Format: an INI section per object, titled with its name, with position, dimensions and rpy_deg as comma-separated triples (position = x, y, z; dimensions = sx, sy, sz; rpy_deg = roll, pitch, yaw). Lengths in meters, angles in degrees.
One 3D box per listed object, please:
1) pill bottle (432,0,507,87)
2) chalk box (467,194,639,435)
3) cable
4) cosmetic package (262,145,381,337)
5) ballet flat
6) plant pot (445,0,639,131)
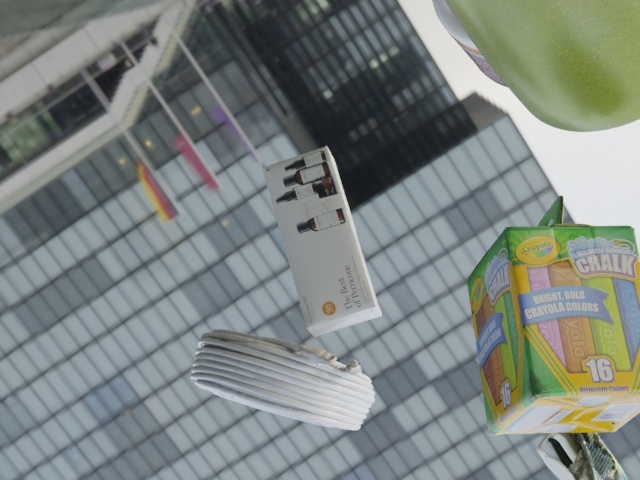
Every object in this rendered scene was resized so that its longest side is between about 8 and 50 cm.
[pill bottle]
position = 0.339, -0.382, 1.737
dimensions = 0.224, 0.224, 0.392
rpy_deg = -31, 165, 15
[chalk box]
position = 0.223, 0.064, 0.973
dimensions = 0.132, 0.213, 0.132
rpy_deg = -1, 153, -10
[cable]
position = -0.051, 0.195, 1.413
dimensions = 0.257, 0.257, 0.089
rpy_deg = 11, -103, 23
[cosmetic package]
position = 0.000, 0.000, 1.383
dimensions = 0.099, 0.239, 0.060
rpy_deg = -19, 160, 6
[ballet flat]
position = 0.239, 0.186, 1.052
dimensions = 0.070, 0.188, 0.070
rpy_deg = -28, 158, -13
[plant pot]
position = 0.200, -0.285, 0.926
dimensions = 0.275, 0.293, 0.275
rpy_deg = -28, -132, 36
